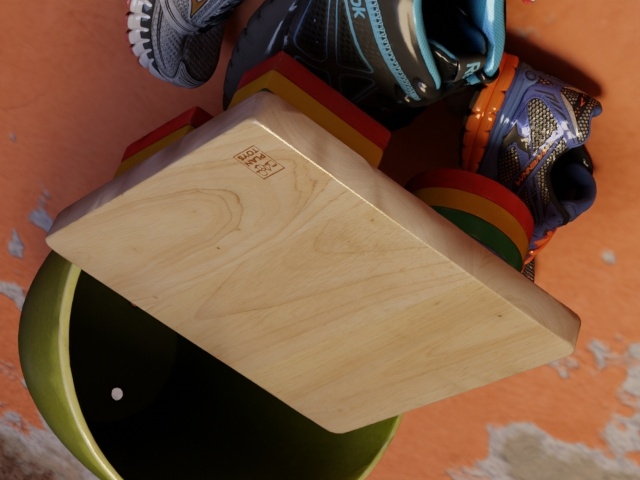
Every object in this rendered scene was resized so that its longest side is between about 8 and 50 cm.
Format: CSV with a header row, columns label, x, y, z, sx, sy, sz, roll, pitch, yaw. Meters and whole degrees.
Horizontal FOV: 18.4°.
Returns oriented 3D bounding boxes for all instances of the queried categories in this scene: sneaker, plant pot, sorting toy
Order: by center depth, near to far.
label,x,y,z,sx,sy,sz,roll,pitch,yaw
sneaker,0.033,-0.117,1.224,0.140,0.125,0.341,49,148,23
sorting toy,0.000,0.000,1.257,0.255,0.089,0.257,35,147,-22
sneaker,-0.069,-0.178,1.303,0.092,0.088,0.225,29,142,10
sneaker,0.137,-0.023,1.304,0.087,0.083,0.221,16,142,15
plant pot,-0.118,0.073,1.494,0.275,0.275,0.293,51,157,-16

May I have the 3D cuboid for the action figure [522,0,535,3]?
label,x,y,z,sx,sy,sz,roll,pitch,yaw
action figure,0.132,-0.187,1.179,0.038,0.030,0.115,20,141,15
